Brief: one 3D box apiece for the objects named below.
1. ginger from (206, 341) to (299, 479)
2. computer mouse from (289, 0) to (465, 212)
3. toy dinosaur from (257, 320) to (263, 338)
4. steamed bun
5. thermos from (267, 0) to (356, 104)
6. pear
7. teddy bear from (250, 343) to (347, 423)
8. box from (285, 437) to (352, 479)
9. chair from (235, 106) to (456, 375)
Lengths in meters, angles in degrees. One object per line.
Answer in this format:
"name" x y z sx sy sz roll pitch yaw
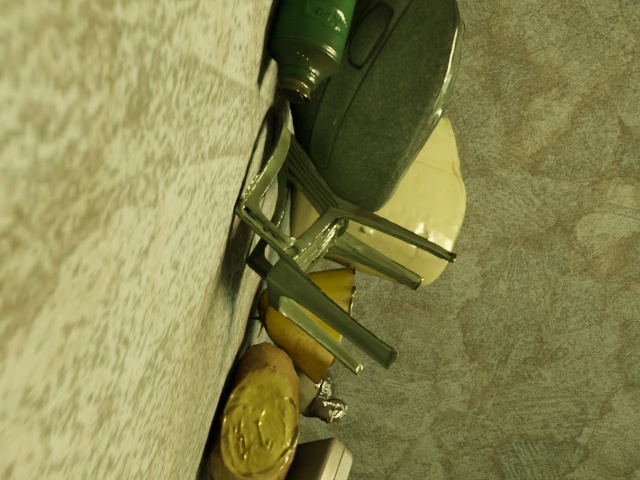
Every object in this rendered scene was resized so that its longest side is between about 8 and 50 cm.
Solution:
"ginger" -0.106 0.305 0.741 0.221 0.130 0.275 118 -9 -58
"computer mouse" 0.046 -0.156 0.565 0.114 0.203 0.373 -32 157 -23
"toy dinosaur" -0.140 0.196 1.128 0.060 0.029 0.119 -101 -158 -58
"steamed bun" 0.118 -0.128 1.020 0.290 0.372 0.455 133 -27 -55
"thermos" -0.007 -0.223 0.417 0.073 0.083 0.187 23 81 -69
"pear" -0.038 0.144 0.890 0.267 0.178 0.266 20 90 -90
"teddy bear" -0.067 0.306 1.009 0.171 0.251 0.144 174 -69 -74
"box" -0.059 0.392 0.734 0.244 0.055 0.103 -32 -163 38
"chair" 0.000 0.000 0.538 0.190 0.275 0.203 -52 175 -18
